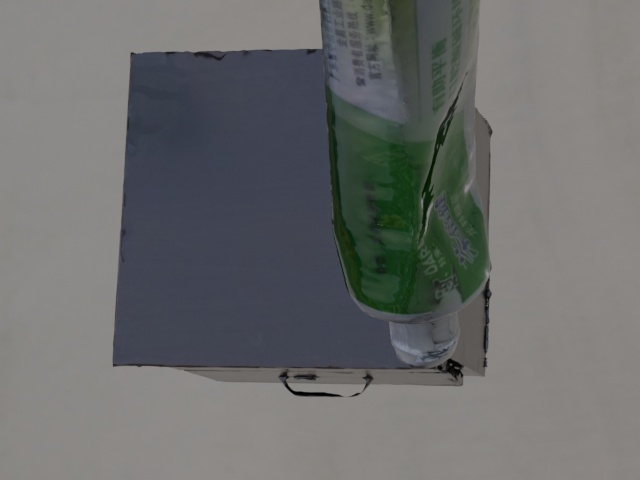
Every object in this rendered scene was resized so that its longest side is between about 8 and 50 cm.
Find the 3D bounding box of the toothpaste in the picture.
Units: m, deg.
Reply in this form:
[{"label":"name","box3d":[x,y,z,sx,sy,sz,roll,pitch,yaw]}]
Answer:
[{"label":"toothpaste","box3d":[0.028,-0.059,0.490,0.047,0.078,0.248,31,141,37]}]

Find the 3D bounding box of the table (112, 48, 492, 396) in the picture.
[{"label":"table","box3d":[0.000,0.000,0.902,0.169,0.193,0.172,0,82,13]}]
